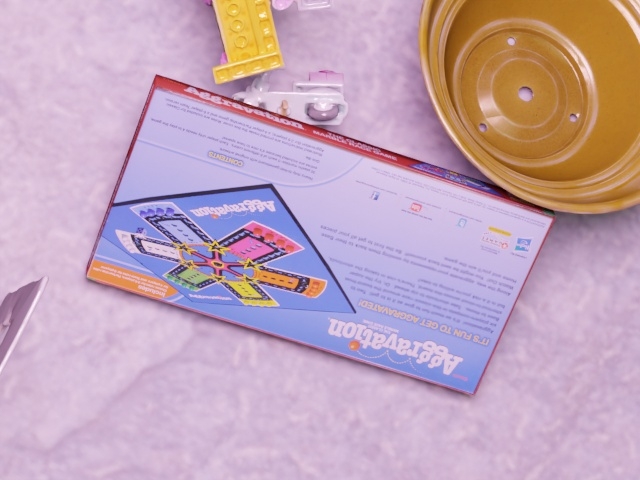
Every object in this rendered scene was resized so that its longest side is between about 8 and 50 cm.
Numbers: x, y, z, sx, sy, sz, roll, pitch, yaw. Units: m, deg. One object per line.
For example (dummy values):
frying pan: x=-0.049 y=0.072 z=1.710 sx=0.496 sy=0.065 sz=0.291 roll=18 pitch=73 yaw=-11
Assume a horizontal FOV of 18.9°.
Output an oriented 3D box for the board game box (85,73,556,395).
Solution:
board game box: x=0.000 y=0.000 z=1.280 sx=0.281 sy=0.027 sz=0.145 roll=18 pitch=110 yaw=-13

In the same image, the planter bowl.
planter bowl: x=0.156 y=-0.113 z=1.327 sx=0.217 sy=0.090 sz=0.217 roll=4 pitch=76 yaw=-15

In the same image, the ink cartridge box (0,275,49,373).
ink cartridge box: x=-0.303 y=0.152 z=1.128 sx=0.119 sy=0.207 sz=0.353 roll=31 pitch=77 yaw=-11

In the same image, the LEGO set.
LEGO set: x=-0.028 y=-0.217 z=1.244 sx=0.132 sy=0.107 sz=0.287 roll=4 pitch=118 yaw=-14
